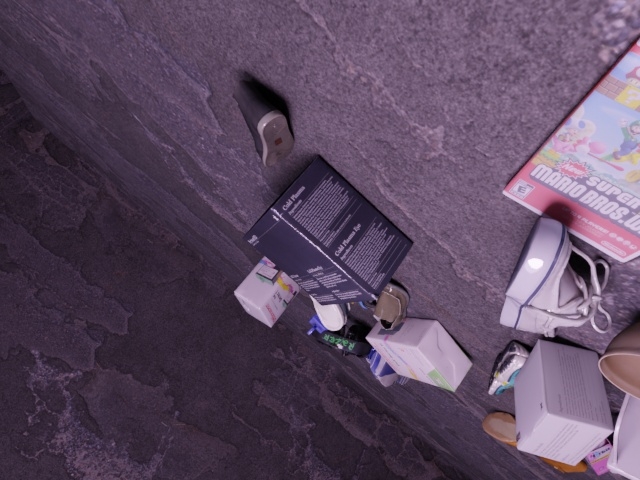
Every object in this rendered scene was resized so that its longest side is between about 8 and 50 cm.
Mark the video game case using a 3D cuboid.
[{"bbox_3d":[0.383,-0.086,0.499,0.204,0.025,0.285,34,158,11],"label":"video game case"}]

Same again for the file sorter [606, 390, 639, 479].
[{"bbox_3d":[0.676,0.345,0.682,0.278,0.192,0.173,16,146,44],"label":"file sorter"}]

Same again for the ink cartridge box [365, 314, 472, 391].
[{"bbox_3d":[0.300,0.366,1.377,0.207,0.119,0.354,49,156,-13],"label":"ink cartridge box"}]

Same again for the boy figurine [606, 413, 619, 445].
[{"bbox_3d":[0.747,0.459,0.846,0.177,0.092,0.285,36,176,4],"label":"boy figurine"}]

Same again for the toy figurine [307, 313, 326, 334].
[{"bbox_3d":[-0.001,0.251,1.501,0.191,0.217,0.362,37,158,2],"label":"toy figurine"}]

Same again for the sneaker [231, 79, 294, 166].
[{"bbox_3d":[-0.125,-0.256,0.905,0.118,0.083,0.222,54,168,11],"label":"sneaker"}]

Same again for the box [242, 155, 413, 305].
[{"bbox_3d":[0.000,0.000,1.054,0.313,0.178,0.343,41,158,-10],"label":"box"}]

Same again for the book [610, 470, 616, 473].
[{"bbox_3d":[0.844,0.630,1.202,0.144,0.035,0.096,37,154,7],"label":"book"}]

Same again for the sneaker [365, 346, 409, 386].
[{"bbox_3d":[0.249,0.493,1.656,0.182,0.127,0.316,26,175,37],"label":"sneaker"}]

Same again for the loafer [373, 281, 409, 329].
[{"bbox_3d":[0.216,0.208,1.253,0.095,0.087,0.251,24,155,31],"label":"loafer"}]

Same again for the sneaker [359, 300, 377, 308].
[{"bbox_3d":[0.145,0.152,1.307,0.078,0.067,0.188,-5,134,31],"label":"sneaker"}]

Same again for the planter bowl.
[{"bbox_3d":[0.560,0.188,0.655,0.162,0.109,0.162,32,158,15],"label":"planter bowl"}]

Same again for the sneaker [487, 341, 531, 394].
[{"bbox_3d":[0.521,0.364,1.084,0.110,0.106,0.275,21,154,17],"label":"sneaker"}]

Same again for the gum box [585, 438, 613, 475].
[{"bbox_3d":[0.646,0.465,1.021,0.107,0.062,0.188,51,-169,-25],"label":"gum box"}]

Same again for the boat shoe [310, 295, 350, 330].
[{"bbox_3d":[0.015,0.126,1.311,0.117,0.099,0.319,-16,95,33],"label":"boat shoe"}]

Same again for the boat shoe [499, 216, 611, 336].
[{"bbox_3d":[0.399,0.092,0.674,0.157,0.135,0.367,20,159,27],"label":"boat shoe"}]

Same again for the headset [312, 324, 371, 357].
[{"bbox_3d":[0.094,0.427,1.701,0.244,0.185,0.394,17,178,13],"label":"headset"}]

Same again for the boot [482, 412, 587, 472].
[{"bbox_3d":[0.745,0.722,1.434,0.211,0.104,0.295,45,153,-15],"label":"boot"}]

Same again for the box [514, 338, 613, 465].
[{"bbox_3d":[0.505,0.344,0.870,0.119,0.181,0.180,11,134,13],"label":"box"}]

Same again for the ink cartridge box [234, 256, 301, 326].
[{"bbox_3d":[-0.151,0.142,1.432,0.117,0.278,0.201,30,157,21],"label":"ink cartridge box"}]
